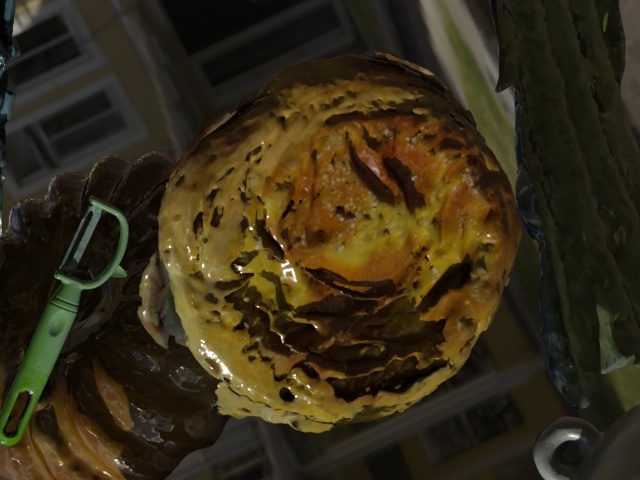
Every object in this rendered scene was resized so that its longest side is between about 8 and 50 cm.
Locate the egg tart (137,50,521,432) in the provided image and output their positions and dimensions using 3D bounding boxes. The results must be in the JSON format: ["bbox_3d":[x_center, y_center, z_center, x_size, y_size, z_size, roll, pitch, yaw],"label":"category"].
[{"bbox_3d":[0.000,0.000,0.984,0.132,0.297,0.297,28,150,56],"label":"egg tart"}]

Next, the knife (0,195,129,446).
[{"bbox_3d":[-0.204,0.070,1.097,0.054,0.212,0.015,25,179,-25],"label":"knife"}]

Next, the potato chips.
[{"bbox_3d":[0.088,-0.049,0.458,0.092,0.028,0.208,3,-107,-48],"label":"potato chips"}]

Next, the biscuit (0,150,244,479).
[{"bbox_3d":[-0.196,0.063,1.184,0.107,0.325,0.326,41,-159,-53],"label":"biscuit"}]

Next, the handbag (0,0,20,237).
[{"bbox_3d":[-0.286,-0.111,0.986,0.057,0.144,0.221,-42,-33,-61],"label":"handbag"}]

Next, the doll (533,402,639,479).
[{"bbox_3d":[0.234,0.141,0.678,0.159,0.242,0.311,17,-95,-62],"label":"doll"}]
